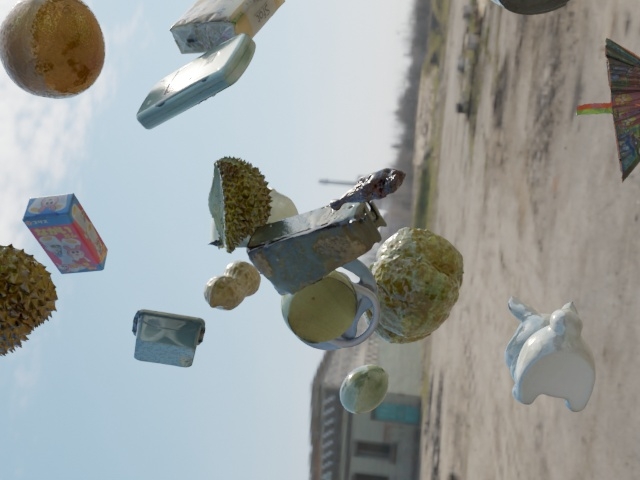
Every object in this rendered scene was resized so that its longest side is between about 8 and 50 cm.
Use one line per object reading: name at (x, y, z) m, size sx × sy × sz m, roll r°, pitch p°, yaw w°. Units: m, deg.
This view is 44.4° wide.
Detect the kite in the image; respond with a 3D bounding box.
kite at (0.517, -0.215, 1.293) m, size 0.014 × 0.183 × 0.241 m, roll -42°, pitch -53°, yaw -71°

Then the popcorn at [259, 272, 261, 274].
popcorn at (-0.126, 0.084, 2.277) m, size 0.084 × 0.084 × 0.084 m, roll 6°, pitch -90°, yaw -83°

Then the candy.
candy at (-0.823, -0.018, 2.549) m, size 0.306 × 0.157 × 0.100 m, roll 74°, pitch -167°, yaw -52°

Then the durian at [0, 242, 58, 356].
durian at (-0.613, 0.124, 1.503) m, size 0.138 × 0.183 × 0.250 m, roll -71°, pitch -11°, yaw -57°

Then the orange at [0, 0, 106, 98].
orange at (-0.683, -0.498, 1.999) m, size 0.274 × 0.274 × 0.274 m, roll 6°, pitch -90°, yaw -83°

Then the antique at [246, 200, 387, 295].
antique at (0.000, 0.000, 1.670) m, size 0.150 × 0.284 × 0.125 m, roll 55°, pitch -152°, yaw -23°

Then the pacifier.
pacifier at (0.047, 0.152, 2.097) m, size 0.226 × 0.238 × 0.287 m, roll -70°, pitch 3°, yaw -66°

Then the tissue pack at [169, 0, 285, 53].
tissue pack at (-0.198, -0.494, 1.705) m, size 0.222 × 0.186 × 0.090 m, roll -59°, pitch -39°, yaw -39°

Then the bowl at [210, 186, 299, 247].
bowl at (-0.190, -0.075, 2.266) m, size 0.277 × 0.277 × 0.145 m, roll -54°, pitch -41°, yaw -77°

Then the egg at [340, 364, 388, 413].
egg at (0.119, 0.396, 2.095) m, size 0.152 × 0.114 × 0.114 m, roll -36°, pitch -32°, yaw -25°

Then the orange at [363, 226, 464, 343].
orange at (0.270, 0.154, 2.281) m, size 0.210 × 0.271 × 0.369 m, roll -97°, pitch 28°, yaw -68°

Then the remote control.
remote control at (-0.249, -0.320, 1.578) m, size 0.056 × 0.296 × 0.140 m, roll 45°, pitch -134°, yaw -30°

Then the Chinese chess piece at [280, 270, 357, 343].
Chinese chess piece at (-0.003, 0.155, 1.904) m, size 0.083 × 0.188 × 0.188 m, roll -125°, pitch 35°, yaw -63°

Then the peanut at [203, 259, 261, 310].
peanut at (-0.278, 0.141, 2.477) m, size 0.298 × 0.120 × 0.136 m, roll -38°, pitch -55°, yaw -66°

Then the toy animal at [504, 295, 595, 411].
toy animal at (0.575, 0.249, 1.968) m, size 0.367 × 0.196 × 0.241 m, roll -65°, pitch -13°, yaw -73°

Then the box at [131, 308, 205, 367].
box at (-0.482, 0.305, 2.468) m, size 0.162 × 0.227 × 0.130 m, roll 113°, pitch 163°, yaw -50°

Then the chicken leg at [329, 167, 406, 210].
chicken leg at (0.087, -0.094, 1.412) m, size 0.219 × 0.089 × 0.048 m, roll -12°, pitch 99°, yaw 68°

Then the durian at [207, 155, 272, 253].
durian at (-0.181, -0.072, 1.804) m, size 0.237 × 0.138 × 0.193 m, roll 109°, pitch 149°, yaw -43°

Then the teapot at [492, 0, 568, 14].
teapot at (0.454, -0.668, 1.649) m, size 0.253 × 0.300 × 0.344 m, roll -30°, pitch 57°, yaw 41°
